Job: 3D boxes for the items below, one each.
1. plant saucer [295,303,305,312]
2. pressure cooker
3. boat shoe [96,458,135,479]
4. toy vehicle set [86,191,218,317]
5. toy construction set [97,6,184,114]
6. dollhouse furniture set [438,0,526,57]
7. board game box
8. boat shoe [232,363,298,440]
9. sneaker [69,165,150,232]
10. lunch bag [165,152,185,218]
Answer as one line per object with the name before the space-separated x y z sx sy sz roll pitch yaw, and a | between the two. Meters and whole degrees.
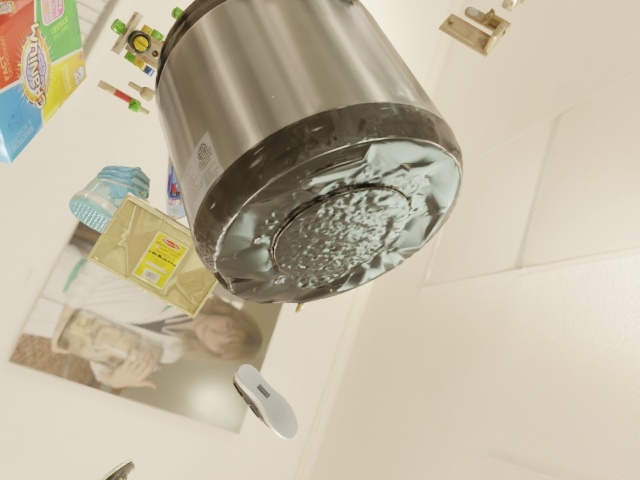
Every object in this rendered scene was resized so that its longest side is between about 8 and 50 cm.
plant saucer | -0.051 0.174 1.518 0.083 0.015 0.083 -156 -90 -86
pressure cooker | -0.039 -0.168 0.757 0.370 0.375 0.420 -28 -121 6
boat shoe | -0.596 0.695 1.486 0.081 0.068 0.228 -41 172 14
toy vehicle set | -0.349 0.036 1.161 0.166 0.267 0.035 -56 -163 3
toy construction set | -0.523 -0.521 1.489 0.309 0.237 0.257 -38 -124 22
dollhouse furniture set | 0.357 -0.511 1.106 0.144 0.123 0.151 -50 168 -22
board game box | -0.553 -0.336 0.986 0.242 0.064 0.316 108 -4 -48
boat shoe | -0.151 0.427 1.368 0.080 0.228 0.076 -36 168 -45
sneaker | -0.471 -0.079 1.400 0.127 0.319 0.208 -27 -146 40
lunch bag | -0.359 -0.225 1.401 0.221 0.138 0.293 143 -63 -69
